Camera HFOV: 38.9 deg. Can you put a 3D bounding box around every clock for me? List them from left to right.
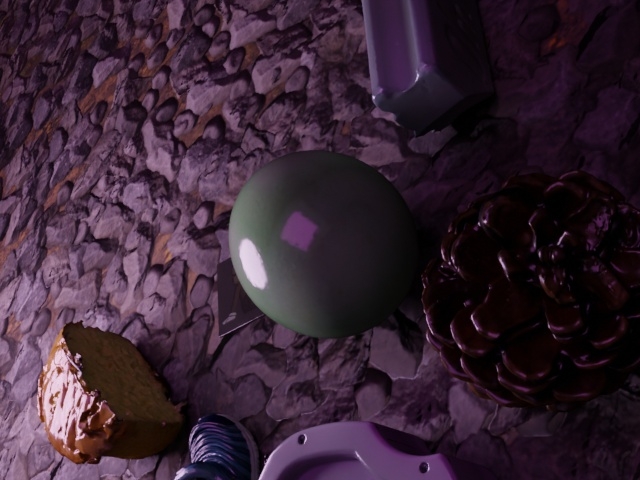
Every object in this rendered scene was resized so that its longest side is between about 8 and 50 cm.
[{"bbox_3d":[0.043,0.358,0.954,0.338,0.102,0.338,-21,55,34],"label":"clock"}]

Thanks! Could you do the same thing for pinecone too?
[{"bbox_3d":[0.224,0.044,0.861,0.257,0.243,0.243,131,149,-64],"label":"pinecone"}]

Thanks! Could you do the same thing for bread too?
[{"bbox_3d":[-0.325,0.242,1.337,0.260,0.160,0.147,38,104,44],"label":"bread"}]

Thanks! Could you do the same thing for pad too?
[{"bbox_3d":[-0.082,0.051,1.315,0.190,0.004,0.127,-28,51,30],"label":"pad"}]

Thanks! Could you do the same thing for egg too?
[{"bbox_3d":[0.000,0.000,1.103,0.220,0.220,0.269,-51,37,9],"label":"egg"}]

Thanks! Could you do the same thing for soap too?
[{"bbox_3d":[0.135,-0.269,1.158,0.095,0.173,0.289,-26,52,31],"label":"soap"}]

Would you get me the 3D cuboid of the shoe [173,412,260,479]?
[{"bbox_3d":[-0.133,0.305,1.150,0.091,0.106,0.207,-40,40,19],"label":"shoe"}]
